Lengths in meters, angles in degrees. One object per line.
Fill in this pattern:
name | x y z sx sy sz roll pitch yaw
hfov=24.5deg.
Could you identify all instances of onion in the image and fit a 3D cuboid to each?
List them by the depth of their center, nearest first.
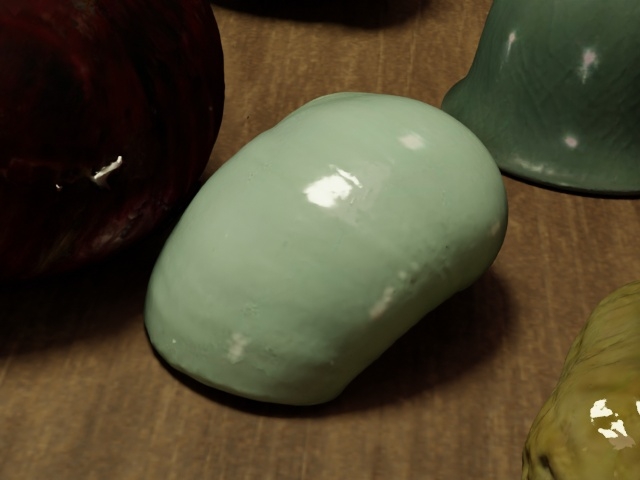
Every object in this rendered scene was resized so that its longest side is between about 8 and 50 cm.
onion | -0.180 -0.123 0.797 0.314 0.232 0.314 26 46 -30

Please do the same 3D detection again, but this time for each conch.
conch | -0.001 -0.005 0.790 0.185 0.121 0.221 -11 22 38

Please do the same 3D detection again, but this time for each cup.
cup | 0.188 -0.140 0.995 0.199 0.150 0.199 4 30 -2

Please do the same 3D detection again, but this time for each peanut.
peanut | 0.164 0.079 0.662 0.120 0.110 0.236 -4 16 29
